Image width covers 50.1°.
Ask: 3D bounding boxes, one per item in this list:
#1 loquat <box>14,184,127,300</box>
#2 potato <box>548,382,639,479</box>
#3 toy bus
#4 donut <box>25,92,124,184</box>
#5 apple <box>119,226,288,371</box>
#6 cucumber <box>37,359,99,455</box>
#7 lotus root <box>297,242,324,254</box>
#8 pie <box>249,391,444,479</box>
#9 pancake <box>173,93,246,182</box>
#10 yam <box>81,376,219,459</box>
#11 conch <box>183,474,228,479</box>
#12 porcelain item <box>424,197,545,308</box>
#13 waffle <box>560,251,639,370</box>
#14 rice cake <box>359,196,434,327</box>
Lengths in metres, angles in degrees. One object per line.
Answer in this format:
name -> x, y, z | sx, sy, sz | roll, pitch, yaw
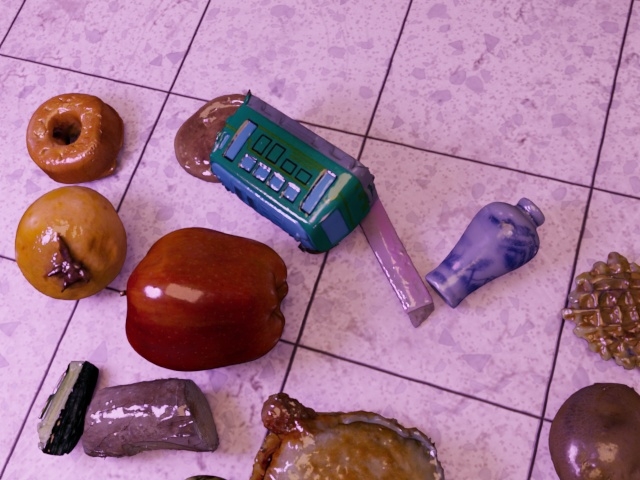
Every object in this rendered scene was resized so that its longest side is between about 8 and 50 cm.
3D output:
loquat -> -0.521, 0.010, 1.435 | 0.244, 0.244, 0.243 | -2, 70, 7
potato -> 0.504, 0.360, 1.217 | 0.178, 0.160, 0.235 | 41, 64, -6
toy bus -> -0.066, -0.133, 1.411 | 0.344, 0.183, 0.199 | 36, 82, 23
donut -> -0.569, -0.238, 1.594 | 0.227, 0.114, 0.226 | -3, 71, 8
apple -> -0.223, 0.116, 1.337 | 0.317, 0.288, 0.288 | 3, 70, -2
cucumber -> -0.511, 0.341, 1.394 | 0.086, 0.115, 0.192 | 26, 64, -29
lotus root -> 0.000, 0.000, 1.463 | 0.099, 0.054, 0.049 | -25, 47, -5
pie -> 0.030, 0.505, 1.206 | 0.396, 0.180, 0.417 | 13, 74, -6
pancake -> -0.223, -0.243, 1.583 | 0.242, 0.050, 0.241 | -2, 70, 6
yam -> -0.329, 0.345, 1.334 | 0.255, 0.154, 0.153 | -4, 70, 10
conch -> -0.220, 0.509, 1.253 | 0.182, 0.187, 0.124 | -11, 108, -33
porcelain item -> 0.333, 0.021, 1.375 | 0.259, 0.141, 0.141 | -41, 70, 2
waffle -> 0.592, 0.140, 1.333 | 0.223, 0.054, 0.204 | 40, 80, 18
rice cake -> 0.138, 0.009, 1.441 | 0.073, 0.056, 0.364 | -24, 68, 0
